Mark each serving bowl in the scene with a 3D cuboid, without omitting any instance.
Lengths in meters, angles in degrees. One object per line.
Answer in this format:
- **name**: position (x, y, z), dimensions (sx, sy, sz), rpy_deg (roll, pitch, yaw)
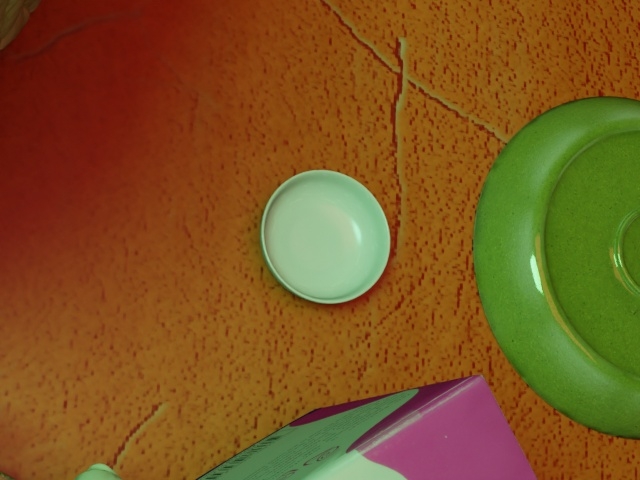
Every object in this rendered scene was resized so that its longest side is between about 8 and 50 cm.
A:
- **serving bowl**: position (0.000, 0.000, 0.759), dimensions (0.083, 0.027, 0.083), rpy_deg (4, 76, -18)

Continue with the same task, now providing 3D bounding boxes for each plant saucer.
- **plant saucer**: position (0.220, 0.012, 0.828), dimensions (0.241, 0.037, 0.240), rpy_deg (4, 77, -19)

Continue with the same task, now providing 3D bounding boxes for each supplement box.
- **supplement box**: position (0.018, 0.149, 0.627), dimensions (0.111, 0.220, 0.114), rpy_deg (-28, 88, -22)

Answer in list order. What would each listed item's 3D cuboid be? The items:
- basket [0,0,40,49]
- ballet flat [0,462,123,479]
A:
- **basket**: position (-0.250, -0.170, 0.522), dimensions (0.266, 0.331, 0.328), rpy_deg (34, 50, -14)
- **ballet flat**: position (-0.163, 0.147, 0.613), dimensions (0.349, 0.123, 0.123), rpy_deg (25, 71, -9)
